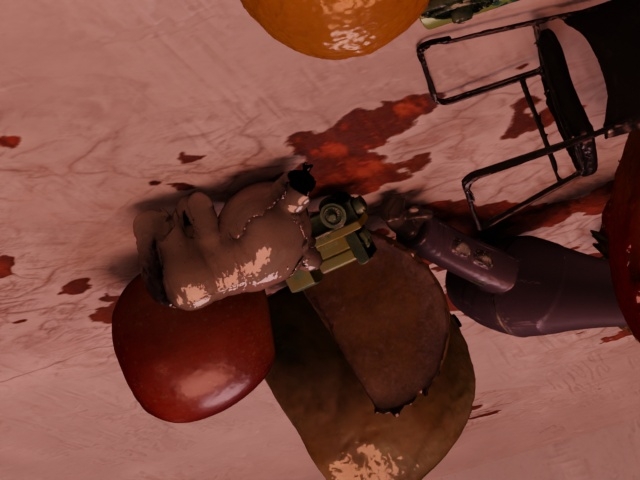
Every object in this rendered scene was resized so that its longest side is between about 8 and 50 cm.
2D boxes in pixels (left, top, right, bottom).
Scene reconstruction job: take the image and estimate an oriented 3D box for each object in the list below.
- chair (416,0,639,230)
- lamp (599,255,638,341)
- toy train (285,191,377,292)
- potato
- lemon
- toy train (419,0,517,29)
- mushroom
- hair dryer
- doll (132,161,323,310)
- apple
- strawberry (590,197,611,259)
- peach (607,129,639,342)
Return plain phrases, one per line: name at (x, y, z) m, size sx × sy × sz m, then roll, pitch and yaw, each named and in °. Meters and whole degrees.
chair at (0.213, -0.122, 1.512) m, size 0.221 × 0.140 × 0.145 m, roll -20°, pitch 163°, yaw 5°
lamp at (0.486, 0.041, 2.168) m, size 0.274 × 0.177 × 0.177 m, roll -10°, pitch 162°, yaw -13°
toy train at (0.000, 0.000, 1.794) m, size 0.122 × 0.081 × 0.050 m, roll -23°, pitch -172°, yaw 21°
potato at (0.054, 0.055, 1.888) m, size 0.138 × 0.243 × 0.098 m, roll -33°, pitch -172°, yaw 3°
lemon at (0.010, -0.188, 1.127) m, size 0.142 × 0.142 × 0.187 m, roll -16°, pitch 158°, yaw 6°
toy train at (0.162, -0.219, 1.243) m, size 0.253 × 0.105 × 0.157 m, roll -17°, pitch 176°, yaw 13°
mushroom at (0.045, 0.125, 2.026) m, size 0.217 × 0.292 × 0.212 m, roll -36°, pitch 129°, yaw 6°
hair dryer at (0.196, 0.024, 1.935) m, size 0.301 × 0.121 × 0.361 m, roll 4°, pitch 167°, yaw 46°
doll at (-0.085, 0.003, 1.703) m, size 0.192 × 0.095 × 0.149 m, roll -22°, pitch 141°, yaw -5°
apple at (-0.133, 0.104, 1.857) m, size 0.168 × 0.181 × 0.181 m, roll -14°, pitch 163°, yaw -3°
strawberry at (0.400, -0.034, 2.026) m, size 0.187 × 0.082 × 0.146 m, roll -20°, pitch 144°, yaw -7°
peach at (0.426, -0.030, 1.610) m, size 0.353 × 0.339 × 0.416 m, roll -29°, pitch 154°, yaw -11°
